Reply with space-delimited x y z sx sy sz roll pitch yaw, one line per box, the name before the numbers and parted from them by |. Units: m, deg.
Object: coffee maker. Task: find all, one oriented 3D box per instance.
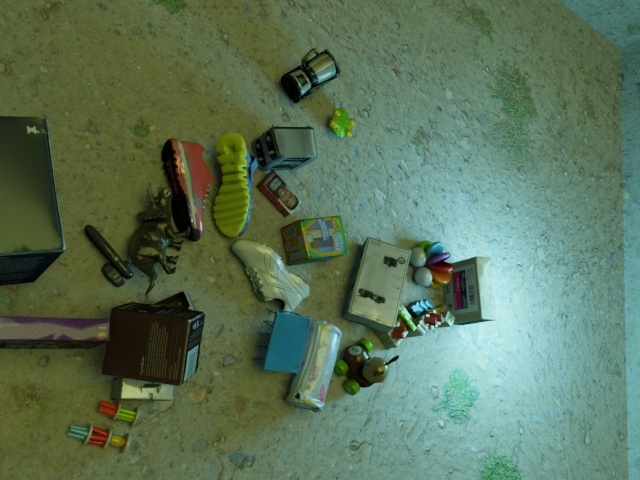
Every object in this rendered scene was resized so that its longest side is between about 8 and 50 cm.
coffee maker | -0.038 -0.561 2.105 0.178 0.171 0.120 -35 75 -14

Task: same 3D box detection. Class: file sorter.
file sorter | -0.119 0.296 1.804 0.118 0.104 0.171 14 89 -29

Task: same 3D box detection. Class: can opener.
can opener | -0.574 0.035 1.627 0.073 0.059 0.186 -39 100 -34

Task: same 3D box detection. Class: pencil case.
pencil case | -0.020 0.389 1.867 0.124 0.113 0.273 44 54 -42

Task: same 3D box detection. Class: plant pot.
plant pot | -0.394 0.201 1.666 0.108 0.096 0.109 -23 92 2

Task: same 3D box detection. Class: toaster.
toaster | -0.110 -0.301 1.965 0.185 0.168 0.110 -7 84 -34

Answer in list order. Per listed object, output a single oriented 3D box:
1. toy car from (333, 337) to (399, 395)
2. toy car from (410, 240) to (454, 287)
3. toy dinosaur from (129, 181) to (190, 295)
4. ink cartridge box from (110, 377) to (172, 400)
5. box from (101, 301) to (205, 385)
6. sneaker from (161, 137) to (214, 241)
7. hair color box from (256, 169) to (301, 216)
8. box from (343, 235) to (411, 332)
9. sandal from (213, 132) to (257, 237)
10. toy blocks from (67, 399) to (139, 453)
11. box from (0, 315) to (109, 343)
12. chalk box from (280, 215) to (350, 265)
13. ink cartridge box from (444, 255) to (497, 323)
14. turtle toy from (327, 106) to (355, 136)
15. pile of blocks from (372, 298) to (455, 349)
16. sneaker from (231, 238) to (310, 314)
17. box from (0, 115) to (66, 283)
toy car | 0.163 0.402 1.940 0.155 0.188 0.149 -35 98 -35
toy car | 0.429 0.083 2.237 0.159 0.136 0.182 -12 84 -35
toy dinosaur | -0.466 0.011 1.683 0.160 0.121 0.314 22 65 -17
ink cartridge box | -0.467 0.390 1.578 0.135 0.099 0.056 11 70 -32
box | -0.420 0.258 1.534 0.203 0.168 0.167 8 91 1
sneaker | -0.368 -0.155 1.782 0.136 0.115 0.314 -7 81 -36
hair color box | -0.136 -0.154 1.980 0.141 0.043 0.072 47 56 -15
box | 0.195 0.151 2.060 0.169 0.087 0.290 17 65 -5
sandal | -0.250 -0.164 1.867 0.138 0.126 0.318 18 75 -70
toy blocks | -0.551 0.463 1.530 0.148 0.054 0.123 25 65 -26
box | -0.672 0.221 1.424 0.293 0.200 0.057 7 73 -32
chalk box | 0.000 0.000 1.976 0.212 0.132 0.132 -6 80 -33
ink cartridge box | 0.557 0.191 2.258 0.088 0.193 0.235 7 73 -30
turtle toy | 0.071 -0.429 2.179 0.095 0.066 0.130 28 63 -25
pile of blocks | 0.351 0.272 2.149 0.362 0.112 0.149 -14 85 -36
sneaker | -0.163 0.111 1.856 0.297 0.111 0.129 44 64 -15
box | -0.732 -0.068 1.343 0.211 0.395 0.294 -5 80 -35
